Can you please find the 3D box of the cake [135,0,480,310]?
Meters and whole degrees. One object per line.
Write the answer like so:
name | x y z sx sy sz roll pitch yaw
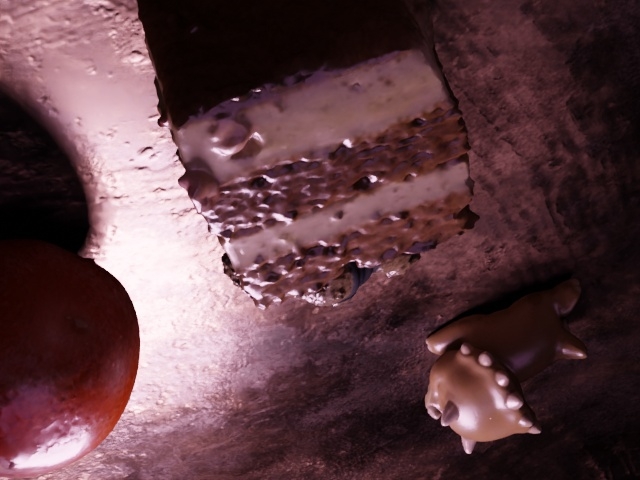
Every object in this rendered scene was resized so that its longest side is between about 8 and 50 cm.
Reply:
cake | -0.009 -0.135 1.140 0.282 0.256 0.290 -20 145 -2

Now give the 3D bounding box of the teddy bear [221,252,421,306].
teddy bear | 0.003 0.016 1.417 0.251 0.129 0.182 -9 142 -11

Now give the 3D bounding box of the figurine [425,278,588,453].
figurine | 0.268 0.191 1.693 0.247 0.173 0.177 -15 140 -5

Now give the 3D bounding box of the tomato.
tomato | -0.331 0.135 1.328 0.265 0.265 0.265 -11 140 -10
